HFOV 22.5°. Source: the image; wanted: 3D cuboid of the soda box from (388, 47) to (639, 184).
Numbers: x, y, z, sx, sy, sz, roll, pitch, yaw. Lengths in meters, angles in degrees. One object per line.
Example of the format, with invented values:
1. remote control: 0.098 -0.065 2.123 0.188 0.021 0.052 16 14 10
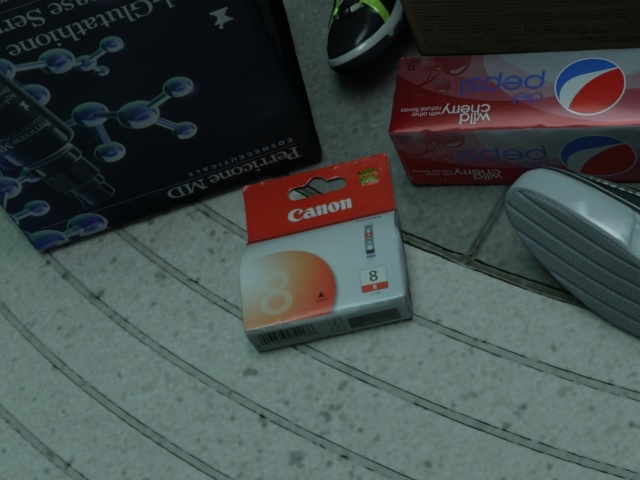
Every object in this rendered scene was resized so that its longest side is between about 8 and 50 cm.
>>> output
1. soda box: 0.198 -0.106 1.392 0.263 0.092 0.083 -1 60 17

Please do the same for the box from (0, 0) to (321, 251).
1. box: -0.204 -0.211 1.404 0.293 0.395 0.212 -19 56 7

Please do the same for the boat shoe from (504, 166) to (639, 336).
1. boat shoe: 0.309 0.021 1.277 0.335 0.121 0.119 31 64 20

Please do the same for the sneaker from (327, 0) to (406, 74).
1. sneaker: 0.032 -0.262 1.530 0.084 0.097 0.234 -22 41 42

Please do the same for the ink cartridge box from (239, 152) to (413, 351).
1. ink cartridge box: 0.000 0.000 1.421 0.145 0.045 0.179 -13 58 9

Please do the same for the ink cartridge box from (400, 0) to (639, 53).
1. ink cartridge box: 0.183 -0.255 1.429 0.235 0.193 0.088 2 60 18
